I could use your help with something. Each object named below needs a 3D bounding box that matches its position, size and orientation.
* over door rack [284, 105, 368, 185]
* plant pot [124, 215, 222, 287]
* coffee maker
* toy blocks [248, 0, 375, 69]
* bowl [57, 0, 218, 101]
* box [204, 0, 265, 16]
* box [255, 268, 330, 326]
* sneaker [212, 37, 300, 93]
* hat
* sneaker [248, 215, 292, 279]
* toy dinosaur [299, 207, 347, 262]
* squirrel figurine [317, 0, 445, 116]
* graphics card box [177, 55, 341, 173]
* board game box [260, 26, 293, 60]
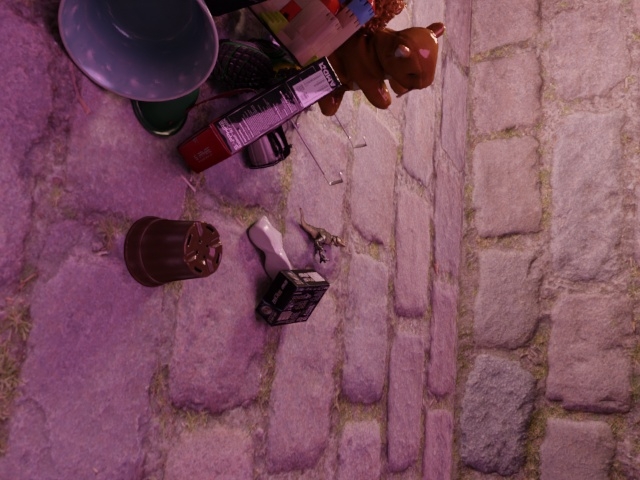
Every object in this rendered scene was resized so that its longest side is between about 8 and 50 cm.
[{"bbox_3d":[-0.018,-0.346,1.949,0.324,0.108,0.239,48,46,-18],"label":"over door rack"},{"bbox_3d":[-0.323,0.021,1.404,0.167,0.165,0.167,9,79,-57],"label":"plant pot"},{"bbox_3d":[-0.162,-0.312,1.757,0.171,0.120,0.178,-78,154,-65],"label":"coffee maker"},{"bbox_3d":[-0.034,-0.643,1.667,0.381,0.261,0.191,51,6,21],"label":"toy blocks"},{"bbox_3d":[-0.363,-0.462,1.296,0.311,0.311,0.163,52,27,-43],"label":"bowl"},{"bbox_3d":[-0.178,-0.822,1.412,0.297,0.471,0.480,-16,101,-59],"label":"box"},{"bbox_3d":[-0.078,0.163,1.801,0.180,0.077,0.147,2,125,-57],"label":"box"},{"bbox_3d":[-0.194,-0.487,1.709,0.146,0.134,0.343,53,26,18],"label":"sneaker"},{"bbox_3d":[-0.302,-0.347,1.447,0.173,0.183,0.208,62,40,-33],"label":"hat"},{"bbox_3d":[-0.130,0.024,1.807,0.094,0.080,0.212,-68,141,-53],"label":"sneaker"},{"bbox_3d":[0.000,0.000,2.024,0.268,0.064,0.118,34,45,-51],"label":"toy dinosaur"},{"bbox_3d":[0.157,-0.572,1.765,0.281,0.370,0.397,-31,114,-27],"label":"squirrel figurine"},{"bbox_3d":[-0.149,-0.306,1.529,0.371,0.232,0.094,-40,104,-29],"label":"graphics card box"},{"bbox_3d":[-0.002,-0.688,1.905,0.318,0.066,0.319,19,86,-36],"label":"board game box"}]
